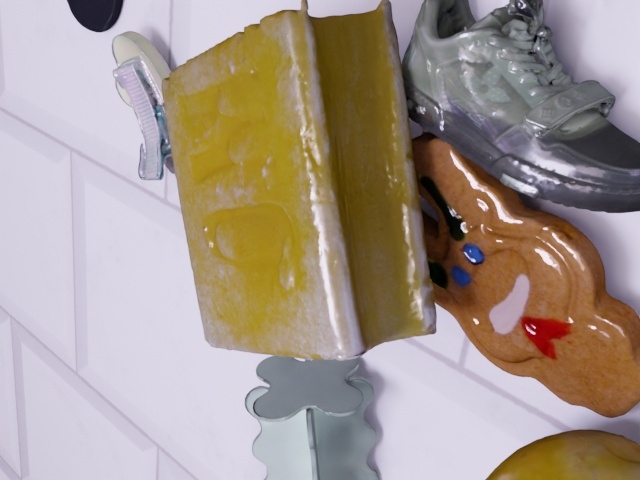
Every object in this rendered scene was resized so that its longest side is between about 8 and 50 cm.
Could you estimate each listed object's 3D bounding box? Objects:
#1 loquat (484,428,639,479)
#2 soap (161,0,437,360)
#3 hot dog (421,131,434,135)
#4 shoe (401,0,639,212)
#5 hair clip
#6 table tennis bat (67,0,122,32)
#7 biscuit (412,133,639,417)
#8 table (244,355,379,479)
[{"bbox_3d":[0.243,0.296,0.706,0.244,0.244,0.244,17,116,40],"label":"loquat"},{"bbox_3d":[-0.033,-0.052,0.822,0.293,0.156,0.335,-4,97,50],"label":"soap"},{"bbox_3d":[0.152,-0.070,0.814,0.137,0.028,0.044,53,141,16],"label":"hot dog"},{"bbox_3d":[0.183,-0.145,0.693,0.293,0.109,0.149,35,132,37],"label":"shoe"},{"bbox_3d":[-0.246,-0.201,1.131,0.159,0.071,0.218,-5,106,43],"label":"hair clip"},{"bbox_3d":[-0.390,-0.416,1.229,0.236,0.027,0.150,22,119,37],"label":"table tennis bat"},{"bbox_3d":[0.187,0.042,0.778,0.334,0.047,0.202,44,143,19],"label":"biscuit"},{"bbox_3d":[-0.007,0.267,1.007,0.166,0.166,0.198,17,124,40],"label":"table"}]
